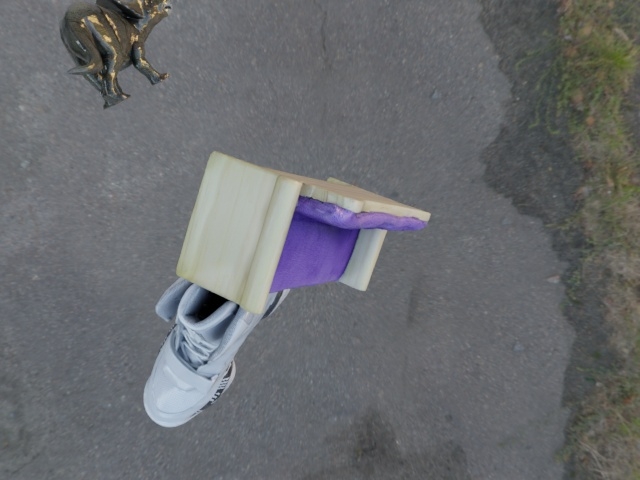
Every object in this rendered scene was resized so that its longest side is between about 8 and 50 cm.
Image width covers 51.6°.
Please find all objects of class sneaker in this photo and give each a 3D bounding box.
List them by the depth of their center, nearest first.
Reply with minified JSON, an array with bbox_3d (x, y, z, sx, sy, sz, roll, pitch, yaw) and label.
[{"bbox_3d":[-0.192,0.153,1.017,0.137,0.210,0.366,38,101,11],"label":"sneaker"}]

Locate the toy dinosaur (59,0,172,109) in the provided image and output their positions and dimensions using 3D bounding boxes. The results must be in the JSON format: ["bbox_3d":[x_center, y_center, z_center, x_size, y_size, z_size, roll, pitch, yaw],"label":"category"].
[{"bbox_3d":[-0.311,-0.276,0.938,0.121,0.313,0.160,-19,108,24],"label":"toy dinosaur"}]

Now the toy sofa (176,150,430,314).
[{"bbox_3d":[0.000,0.000,0.848,0.177,0.362,0.150,22,99,21],"label":"toy sofa"}]
